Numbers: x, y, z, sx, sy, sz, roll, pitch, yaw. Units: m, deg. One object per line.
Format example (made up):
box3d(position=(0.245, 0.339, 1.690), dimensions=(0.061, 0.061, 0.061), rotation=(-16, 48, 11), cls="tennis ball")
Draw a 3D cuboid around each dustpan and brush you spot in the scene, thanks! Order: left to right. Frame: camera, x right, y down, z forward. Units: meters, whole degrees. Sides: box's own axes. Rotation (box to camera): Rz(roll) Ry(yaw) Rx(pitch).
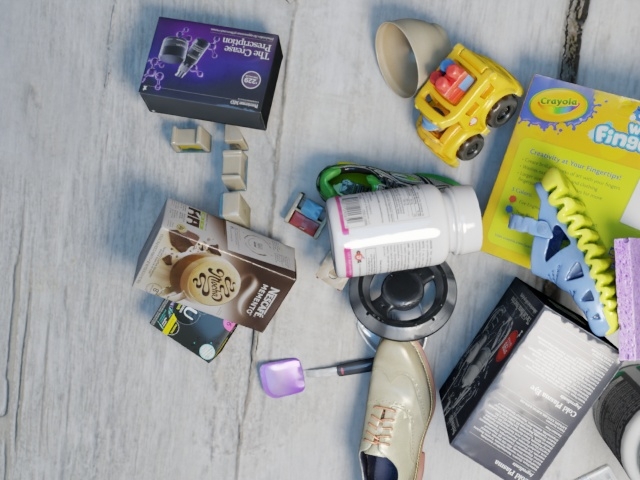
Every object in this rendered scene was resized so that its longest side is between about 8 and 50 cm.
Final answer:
box3d(position=(0.189, 0.232, 1.740), dimensions=(0.147, 0.060, 0.211), rotation=(-32, 91, 8), cls="dustpan and brush")

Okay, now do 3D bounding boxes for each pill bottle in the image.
box3d(position=(0.159, -0.023, 1.551), dimensions=(0.283, 0.160, 0.160), rotation=(-8, 95, -2), cls="pill bottle")
box3d(position=(0.667, 0.381, 1.547), dimensions=(0.204, 0.361, 0.204), rotation=(1, 96, 7), cls="pill bottle")

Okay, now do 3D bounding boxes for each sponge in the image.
box3d(position=(0.553, 0.101, 1.395), dimensions=(0.031, 0.117, 0.210), rotation=(-4, 87, 43), cls="sponge")

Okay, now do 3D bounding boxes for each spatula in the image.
box3d(position=(0.016, 0.293, 1.781), dimensions=(0.296, 0.030, 0.084), rotation=(-9, 95, 7), cls="spatula")

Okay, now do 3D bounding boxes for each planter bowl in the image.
box3d(position=(0.201, -0.384, 1.643), dimensions=(0.109, 0.162, 0.162), rotation=(-23, 93, -18), cls="planter bowl")

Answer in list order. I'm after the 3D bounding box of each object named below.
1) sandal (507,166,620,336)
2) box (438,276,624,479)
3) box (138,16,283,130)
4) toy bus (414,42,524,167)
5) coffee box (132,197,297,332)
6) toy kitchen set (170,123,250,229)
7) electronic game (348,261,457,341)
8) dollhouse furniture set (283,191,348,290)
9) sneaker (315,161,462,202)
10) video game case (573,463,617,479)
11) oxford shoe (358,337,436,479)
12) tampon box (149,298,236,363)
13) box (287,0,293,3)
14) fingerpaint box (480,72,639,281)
box3d(position=(0.446, 0.032, 1.457), dimensions=(0.138, 0.126, 0.317), rotation=(-30, 65, 25), cls="sandal")
box3d(position=(0.397, 0.268, 1.577), dimensions=(0.179, 0.343, 0.312), rotation=(31, 97, 1), cls="box")
box3d(position=(-0.227, -0.351, 1.685), dimensions=(0.261, 0.103, 0.184), rotation=(10, 78, 5), cls="box")
box3d(position=(0.263, -0.274, 1.584), dimensions=(0.220, 0.211, 0.149), rotation=(-51, 60, 18), cls="toy bus")
box3d(position=(-0.217, 0.055, 1.669), dimensions=(0.297, 0.119, 0.168), rotation=(22, 120, -18), cls="coffee box")
box3d(position=(-0.241, -0.135, 1.746), dimensions=(0.166, 0.122, 0.207), rotation=(0, 75, 7), cls="toy kitchen set")
box3d(position=(0.174, 0.106, 1.690), dimensions=(0.229, 0.048, 0.229), rotation=(-2, 61, 4), cls="electronic game")
box3d(position=(0.000, 0.000, 1.705), dimensions=(0.183, 0.129, 0.129), rotation=(30, 98, 2), cls="dollhouse furniture set")
box3d(position=(0.154, -0.082, 1.672), dimensions=(0.343, 0.146, 0.134), rotation=(9, 96, 5), cls="sneaker")
box3d(position=(0.603, 0.588, 1.748), dimensions=(0.143, 0.019, 0.157), rotation=(-30, 92, 9), cls="video game case")
box3d(position=(0.154, 0.387, 1.684), dimensions=(0.140, 0.146, 0.397), rotation=(4, 103, 29), cls="oxford shoe")
box3d(position=(-0.269, 0.170, 1.766), dimensions=(0.161, 0.101, 0.120), rotation=(32, 99, 3), cls="tampon box")
box3d(position=(-0.117, -0.695, 1.633), dimensions=(0.215, 0.168, 0.345), rotation=(-43, 89, 8), cls="box")
box3d(position=(0.576, -0.080, 1.547), dimensions=(0.444, 0.163, 0.371), rotation=(21, 98, 26), cls="fingerpaint box")
